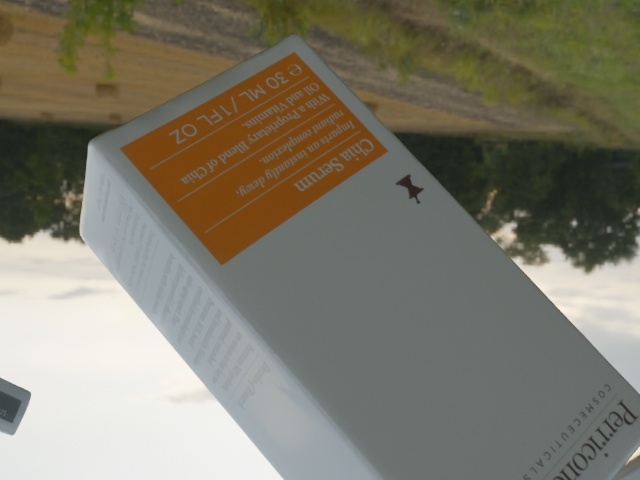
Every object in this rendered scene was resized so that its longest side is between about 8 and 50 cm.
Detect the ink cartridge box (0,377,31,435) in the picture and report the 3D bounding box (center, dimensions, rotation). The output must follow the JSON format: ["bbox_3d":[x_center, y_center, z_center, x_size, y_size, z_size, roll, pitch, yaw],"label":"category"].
[{"bbox_3d":[-0.344,0.105,0.691,0.179,0.045,0.145,4,154,34],"label":"ink cartridge box"}]

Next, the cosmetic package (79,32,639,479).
[{"bbox_3d":[0.027,0.067,0.730,0.230,0.453,0.161,-37,169,-31],"label":"cosmetic package"}]

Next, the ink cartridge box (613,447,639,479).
[{"bbox_3d":[0.406,0.294,0.747,0.226,0.306,0.131,-42,162,23],"label":"ink cartridge box"}]
